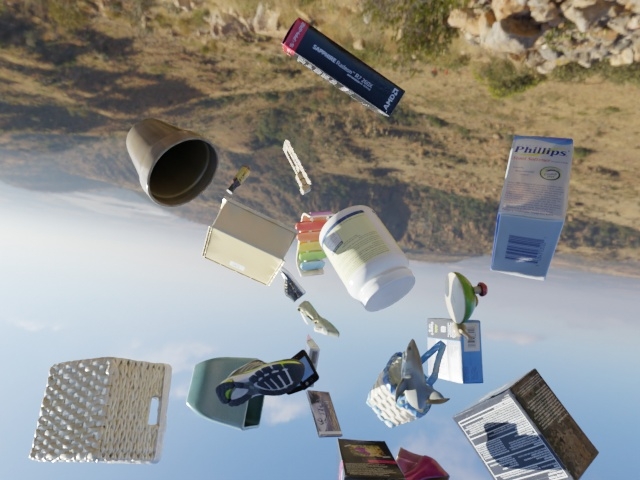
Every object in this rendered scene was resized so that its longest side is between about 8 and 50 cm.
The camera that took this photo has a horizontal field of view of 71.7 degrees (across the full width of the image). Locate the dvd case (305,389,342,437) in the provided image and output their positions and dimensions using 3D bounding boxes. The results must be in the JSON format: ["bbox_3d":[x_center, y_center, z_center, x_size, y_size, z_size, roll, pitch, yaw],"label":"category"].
[{"bbox_3d":[0.018,0.825,2.114,0.018,0.221,0.164,-40,140,24],"label":"dvd case"}]

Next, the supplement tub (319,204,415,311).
[{"bbox_3d":[0.163,0.062,1.562,0.235,0.325,0.235,-22,148,-15],"label":"supplement tub"}]

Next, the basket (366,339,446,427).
[{"bbox_3d":[0.313,0.482,1.521,0.201,0.289,0.254,41,-152,9],"label":"basket"}]

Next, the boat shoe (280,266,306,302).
[{"bbox_3d":[-0.160,0.216,2.183,0.183,0.083,0.065,49,163,1],"label":"boat shoe"}]

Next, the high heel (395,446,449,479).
[{"bbox_3d":[0.291,0.773,1.325,0.181,0.127,0.377,20,-159,15],"label":"high heel"}]

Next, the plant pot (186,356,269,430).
[{"bbox_3d":[-0.358,0.568,1.691,0.252,0.248,0.247,6,161,10],"label":"plant pot"}]

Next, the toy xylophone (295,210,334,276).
[{"bbox_3d":[0.000,0.000,1.905,0.236,0.323,0.081,-12,-145,-19],"label":"toy xylophone"}]

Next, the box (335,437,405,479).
[{"bbox_3d":[0.113,0.618,1.101,0.143,0.165,0.270,3,172,-1],"label":"box"}]

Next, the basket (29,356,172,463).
[{"bbox_3d":[-0.721,0.573,1.488,0.331,0.329,0.266,-11,154,22],"label":"basket"}]

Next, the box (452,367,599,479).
[{"bbox_3d":[0.647,0.626,1.432,0.182,0.294,0.296,-15,153,-36],"label":"box"}]

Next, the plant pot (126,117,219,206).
[{"bbox_3d":[-0.625,-0.341,1.784,0.280,0.323,0.323,40,-171,23],"label":"plant pot"}]

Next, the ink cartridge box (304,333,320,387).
[{"bbox_3d":[-0.053,0.434,1.627,0.045,0.146,0.179,9,-177,-18],"label":"ink cartridge box"}]

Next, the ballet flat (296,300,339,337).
[{"bbox_3d":[-0.015,0.330,1.785,0.213,0.068,0.072,42,150,26],"label":"ballet flat"}]

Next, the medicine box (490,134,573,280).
[{"bbox_3d":[0.567,-0.088,1.197,0.149,0.289,0.263,10,147,23],"label":"medicine box"}]

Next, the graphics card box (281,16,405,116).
[{"bbox_3d":[0.063,-0.517,1.343,0.370,0.094,0.233,31,-167,-13],"label":"graphics card box"}]

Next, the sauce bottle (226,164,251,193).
[{"bbox_3d":[-0.324,-0.240,1.755,0.042,0.128,0.042,28,162,10],"label":"sauce bottle"}]

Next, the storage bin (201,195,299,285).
[{"bbox_3d":[-0.245,0.018,1.492,0.262,0.123,0.260,25,148,-8],"label":"storage bin"}]

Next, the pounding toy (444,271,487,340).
[{"bbox_3d":[0.528,0.224,1.567,0.110,0.237,0.183,-6,175,-5],"label":"pounding toy"}]

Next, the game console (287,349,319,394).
[{"bbox_3d":[-0.082,0.444,1.502,0.122,0.107,0.071,57,-168,32],"label":"game console"}]

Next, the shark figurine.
[{"bbox_3d":[0.291,0.422,1.224,0.116,0.166,0.278,1,134,31],"label":"shark figurine"}]

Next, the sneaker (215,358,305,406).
[{"bbox_3d":[-0.181,0.413,1.371,0.299,0.111,0.121,-19,-163,19],"label":"sneaker"}]

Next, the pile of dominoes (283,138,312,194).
[{"bbox_3d":[-0.119,-0.333,2.012,0.040,0.251,0.196,-27,176,-10],"label":"pile of dominoes"}]

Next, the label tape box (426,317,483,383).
[{"bbox_3d":[0.517,0.445,1.835,0.105,0.241,0.333,3,171,-21],"label":"label tape box"}]
